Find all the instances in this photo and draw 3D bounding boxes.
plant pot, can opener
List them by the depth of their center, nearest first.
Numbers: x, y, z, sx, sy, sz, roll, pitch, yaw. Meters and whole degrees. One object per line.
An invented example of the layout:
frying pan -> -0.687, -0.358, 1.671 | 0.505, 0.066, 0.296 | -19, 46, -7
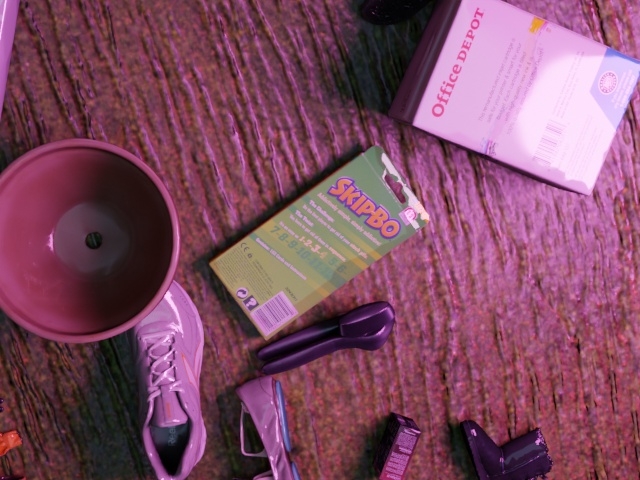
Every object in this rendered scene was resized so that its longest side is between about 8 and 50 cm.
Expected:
plant pot -> -0.280, 0.000, 1.480 | 0.237, 0.110, 0.237 | 0, 90, 0
can opener -> 0.008, 0.121, 1.572 | 0.186, 0.059, 0.073 | -20, 127, 6

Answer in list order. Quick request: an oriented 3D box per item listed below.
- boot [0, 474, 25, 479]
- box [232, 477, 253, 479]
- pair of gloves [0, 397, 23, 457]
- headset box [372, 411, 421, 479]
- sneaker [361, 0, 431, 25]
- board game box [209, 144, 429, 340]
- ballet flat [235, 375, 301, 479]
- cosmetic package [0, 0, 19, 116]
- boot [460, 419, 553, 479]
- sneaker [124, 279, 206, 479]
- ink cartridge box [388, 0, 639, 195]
boot -> -0.426, 0.440, 1.466 | 0.096, 0.264, 0.280 | 8, 100, 25
box -> -0.050, 0.357, 1.583 | 0.137, 0.027, 0.094 | 9, 55, -8
pair of gloves -> -0.420, 0.236, 1.557 | 0.074, 0.010, 0.083 | -24, 97, -2
headset box -> 0.096, 0.270, 1.597 | 0.032, 0.062, 0.083 | 19, 95, -8
sneaker -> 0.126, -0.331, 1.518 | 0.170, 0.089, 0.051 | -25, 131, 30
board game box -> 0.000, 0.000, 1.561 | 0.259, 0.039, 0.124 | -35, 101, 2
ballet flat -> -0.060, 0.278, 1.563 | 0.068, 0.072, 0.213 | -15, 81, 1
cosmetic package -> -0.506, -0.241, 1.437 | 0.284, 0.097, 0.377 | 10, 97, -5
boot -> 0.244, 0.272, 1.624 | 0.099, 0.045, 0.121 | -21, 107, -1
sneaker -> -0.185, 0.172, 1.520 | 0.099, 0.121, 0.262 | -9, 98, -5
ink cartridge box -> 0.227, -0.179, 1.494 | 0.233, 0.168, 0.171 | 22, 95, -9
